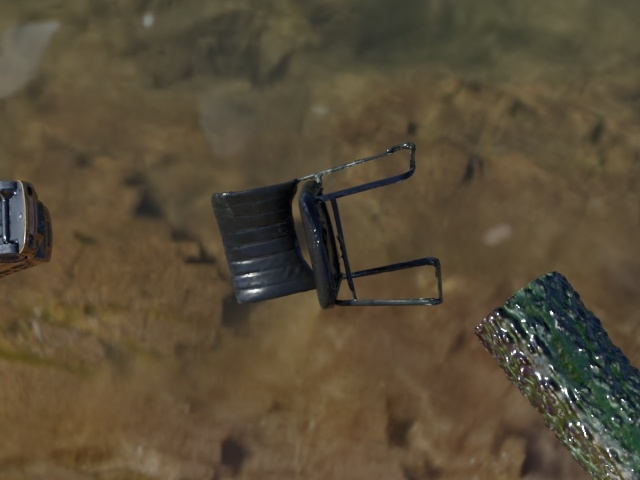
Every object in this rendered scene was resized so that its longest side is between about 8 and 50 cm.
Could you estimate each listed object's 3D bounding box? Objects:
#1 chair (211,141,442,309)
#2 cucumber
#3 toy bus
[{"bbox_3d":[0.000,0.000,1.367,0.221,0.145,0.140,-11,103,7],"label":"chair"},{"bbox_3d":[0.271,0.185,1.129,0.096,0.096,0.359,-31,71,-20],"label":"cucumber"},{"bbox_3d":[-0.355,-0.001,1.482,0.088,0.194,0.083,13,67,-48],"label":"toy bus"}]
